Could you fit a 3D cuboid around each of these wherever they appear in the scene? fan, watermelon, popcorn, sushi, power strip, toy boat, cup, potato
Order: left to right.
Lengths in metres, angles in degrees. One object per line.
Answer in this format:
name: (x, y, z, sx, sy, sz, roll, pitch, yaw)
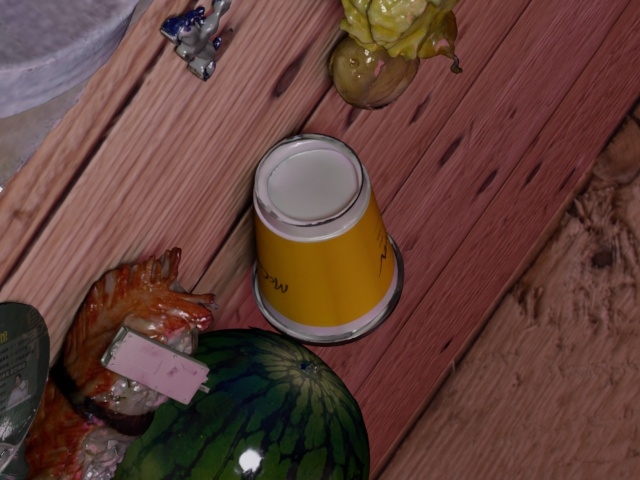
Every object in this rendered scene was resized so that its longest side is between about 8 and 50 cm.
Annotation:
fan: (-0.352, 0.197, 1.834, 0.223, 0.012, 0.294, 22, 84, -62)
toy boat: (-0.237, -0.136, 1.502, 0.276, 0.111, 0.293, -45, 175, -25)
sushi: (-0.236, 0.161, 2.056, 0.130, 0.124, 0.332, 3, 126, -53)
power strip: (-0.168, 0.134, 1.971, 0.136, 0.019, 0.051, 28, 95, -36)
watermelon: (-0.104, 0.278, 2.306, 0.363, 0.363, 0.363, -48, 163, -19)
cup: (0.000, 0.000, 2.298, 0.196, 0.196, 0.280, -48, 156, -19)
potato: (0.063, -0.204, 2.210, 0.107, 0.080, 0.170, -58, 168, 12)
popcorn: (0.090, -0.264, 2.032, 0.168, 0.173, 0.195, -61, 173, -24)

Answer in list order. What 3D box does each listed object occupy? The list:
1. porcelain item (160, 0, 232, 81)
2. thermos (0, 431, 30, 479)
porcelain item: (-0.111, -0.206, 1.821, 0.075, 0.021, 0.136, -52, 164, -5)
thermos: (-0.367, 0.280, 2.011, 0.073, 0.083, 0.188, 16, 110, -50)
